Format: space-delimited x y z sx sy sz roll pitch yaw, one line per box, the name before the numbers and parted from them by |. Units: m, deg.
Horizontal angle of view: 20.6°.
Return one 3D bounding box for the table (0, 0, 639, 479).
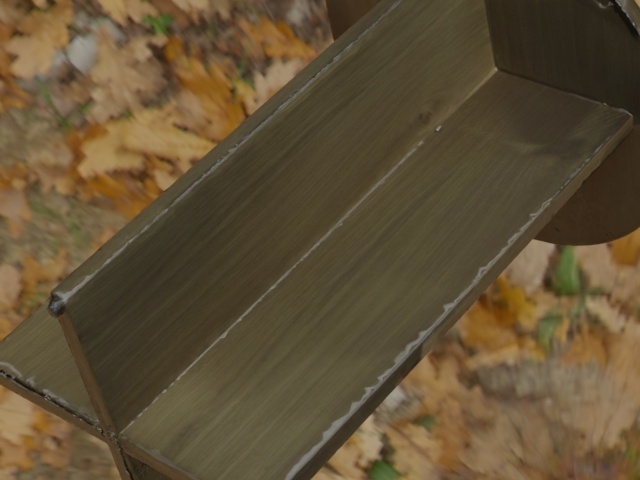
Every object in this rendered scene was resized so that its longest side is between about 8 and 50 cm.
table | 0.000 0.000 0.632 0.167 0.167 0.226 39 60 13
